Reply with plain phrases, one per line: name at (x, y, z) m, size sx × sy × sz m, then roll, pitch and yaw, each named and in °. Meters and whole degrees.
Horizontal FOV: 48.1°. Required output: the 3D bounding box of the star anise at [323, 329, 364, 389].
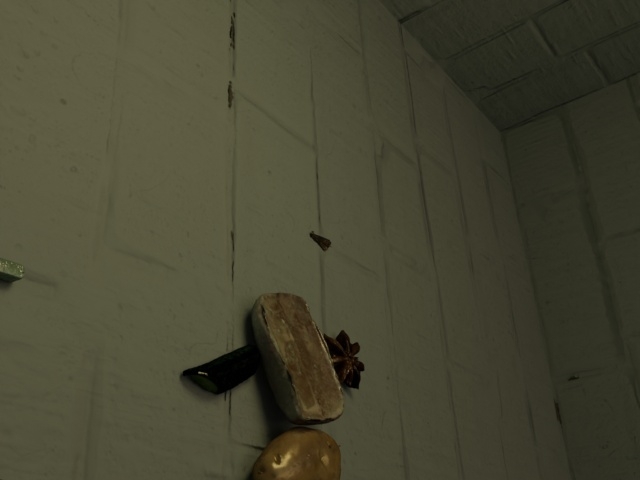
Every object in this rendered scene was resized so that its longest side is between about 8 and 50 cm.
star anise at (0.058, 0.295, 1.760) m, size 0.168 × 0.057 × 0.168 m, roll 36°, pitch 43°, yaw -44°

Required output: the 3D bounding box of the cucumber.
cucumber at (-0.184, 0.262, 1.420) m, size 0.220 × 0.046 × 0.071 m, roll -13°, pitch 90°, yaw -59°

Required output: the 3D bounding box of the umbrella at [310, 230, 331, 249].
umbrella at (0.001, 0.001, 1.892) m, size 0.083 × 0.020 × 0.031 m, roll 36°, pitch 82°, yaw -42°

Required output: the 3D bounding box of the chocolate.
chocolate at (-0.061, 0.259, 1.549) m, size 0.185 × 0.100 × 0.303 m, roll 6°, pitch 57°, yaw -52°

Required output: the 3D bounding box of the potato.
potato at (-0.039, 0.451, 1.445) m, size 0.234 × 0.128 × 0.161 m, roll 27°, pitch 43°, yaw -41°

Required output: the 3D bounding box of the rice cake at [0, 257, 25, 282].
rice cake at (-0.517, 0.026, 1.052) m, size 0.170 × 0.033 × 0.029 m, roll 28°, pitch 53°, yaw -48°
